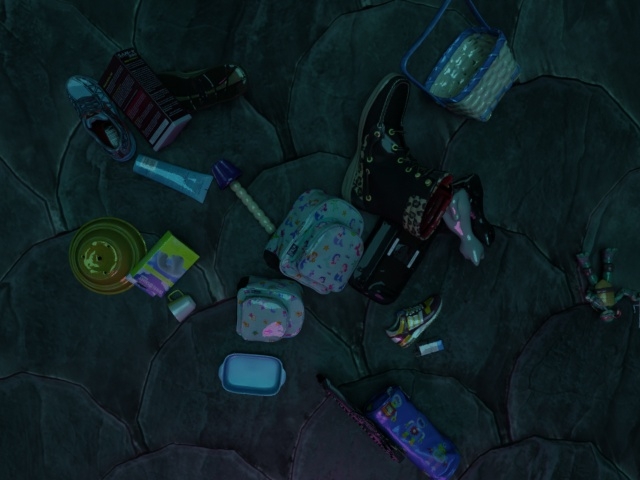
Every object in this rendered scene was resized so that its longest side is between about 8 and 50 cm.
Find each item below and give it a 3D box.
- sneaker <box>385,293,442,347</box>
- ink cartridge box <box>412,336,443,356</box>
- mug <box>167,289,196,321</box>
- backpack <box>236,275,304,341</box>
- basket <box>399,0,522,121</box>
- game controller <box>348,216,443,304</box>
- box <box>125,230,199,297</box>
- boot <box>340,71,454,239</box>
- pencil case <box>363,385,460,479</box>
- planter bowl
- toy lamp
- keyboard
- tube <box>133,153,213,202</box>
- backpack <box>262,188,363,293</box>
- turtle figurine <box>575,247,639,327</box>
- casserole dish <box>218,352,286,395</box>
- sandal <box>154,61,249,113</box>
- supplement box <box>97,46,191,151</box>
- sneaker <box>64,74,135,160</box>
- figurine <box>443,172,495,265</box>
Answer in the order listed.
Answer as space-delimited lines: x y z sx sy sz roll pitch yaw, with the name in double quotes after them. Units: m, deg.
0.264 0.213 1.725 0.084 0.069 0.185 40 90 -10 "sneaker"
0.303 0.303 1.742 0.083 0.048 0.028 -16 94 -3 "ink cartridge box"
-0.385 0.177 1.693 0.064 0.062 0.078 -35 101 -8 "mug"
-0.133 0.188 1.659 0.188 0.144 0.166 1 114 -9 "backpack"
0.365 -0.465 1.609 0.289 0.201 0.255 38 91 -35 "basket"
0.213 0.023 1.724 0.166 0.067 0.319 31 92 -19 "game controller"
-0.433 0.072 1.671 0.178 0.042 0.109 -47 124 0 "box"
0.217 -0.209 1.563 0.284 0.138 0.378 35 114 36 "boot"
0.261 0.538 1.720 0.306 0.119 0.133 46 70 -4 "pencil case"
-0.588 0.045 1.657 0.217 0.090 0.217 0 93 -4 "planter bowl"
-0.196 -0.107 1.677 0.080 0.080 0.275 -41 96 0 "toy lamp"
0.112 0.492 1.667 0.317 0.201 0.033 46 77 -4 "keyboard"
-0.407 -0.177 1.678 0.207 0.052 0.080 21 97 -9 "tube"
0.000 0.000 1.625 0.225 0.191 0.254 33 84 -42 "backpack"
0.806 0.143 1.729 0.175 0.118 0.234 -7 78 -17 "turtle figurine"
-0.192 0.375 1.726 0.188 0.037 0.114 6 93 -3 "casserole dish"
-0.329 -0.411 1.643 0.302 0.086 0.120 -5 117 12 "sandal"
-0.466 -0.372 1.617 0.239 0.073 0.130 50 133 -5 "supplement box"
-0.585 -0.335 1.617 0.104 0.125 0.262 -36 95 -1 "sneaker"
0.406 -0.052 1.659 0.092 0.215 0.210 -21 101 34 "figurine"
